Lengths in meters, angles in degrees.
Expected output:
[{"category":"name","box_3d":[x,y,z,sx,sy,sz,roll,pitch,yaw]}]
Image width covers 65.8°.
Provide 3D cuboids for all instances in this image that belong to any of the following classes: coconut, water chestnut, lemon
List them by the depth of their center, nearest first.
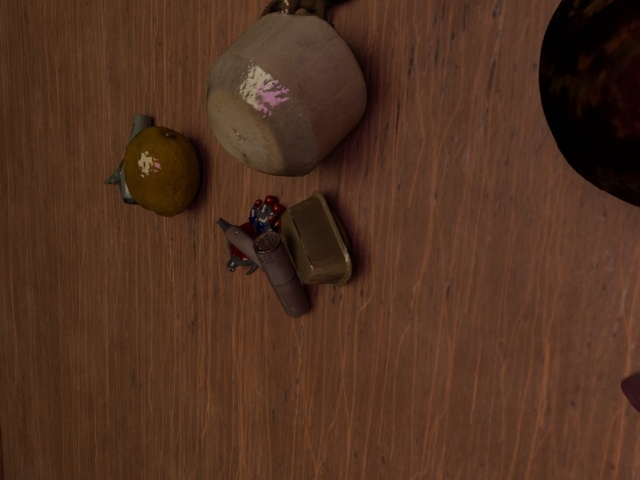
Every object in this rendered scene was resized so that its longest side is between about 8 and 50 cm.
[{"category":"water chestnut","box_3d":[0.387,-0.168,0.448,0.302,0.350,0.350,33,124,-14]},{"category":"coconut","box_3d":[-0.049,-0.245,0.817,0.237,0.266,0.237,34,156,17]},{"category":"lemon","box_3d":[-0.361,-0.155,1.131,0.170,0.170,0.207,30,119,34]}]

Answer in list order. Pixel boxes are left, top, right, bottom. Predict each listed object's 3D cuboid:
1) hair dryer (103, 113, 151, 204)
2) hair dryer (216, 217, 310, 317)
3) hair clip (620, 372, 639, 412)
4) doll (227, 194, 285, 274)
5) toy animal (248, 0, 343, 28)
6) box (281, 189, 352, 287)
[{"category":"hair dryer","box_3d":[-0.511,-0.229,1.317,0.267,0.092,0.229,28,105,45]},{"category":"hair dryer","box_3d":[-0.126,0.037,0.963,0.220,0.054,0.195,28,151,39]},{"category":"hair clip","box_3d":[0.431,0.168,0.589,0.137,0.022,0.054,-42,65,35]},{"category":"doll","box_3d":[-0.142,-0.007,1.032,0.104,0.062,0.194,40,112,10]},{"category":"toy animal","box_3d":[-0.030,-0.410,0.872,0.220,0.086,0.069,-19,59,18]},{"category":"box","box_3d":[0.000,0.000,0.891,0.111,0.111,0.177,-37,67,37]}]
